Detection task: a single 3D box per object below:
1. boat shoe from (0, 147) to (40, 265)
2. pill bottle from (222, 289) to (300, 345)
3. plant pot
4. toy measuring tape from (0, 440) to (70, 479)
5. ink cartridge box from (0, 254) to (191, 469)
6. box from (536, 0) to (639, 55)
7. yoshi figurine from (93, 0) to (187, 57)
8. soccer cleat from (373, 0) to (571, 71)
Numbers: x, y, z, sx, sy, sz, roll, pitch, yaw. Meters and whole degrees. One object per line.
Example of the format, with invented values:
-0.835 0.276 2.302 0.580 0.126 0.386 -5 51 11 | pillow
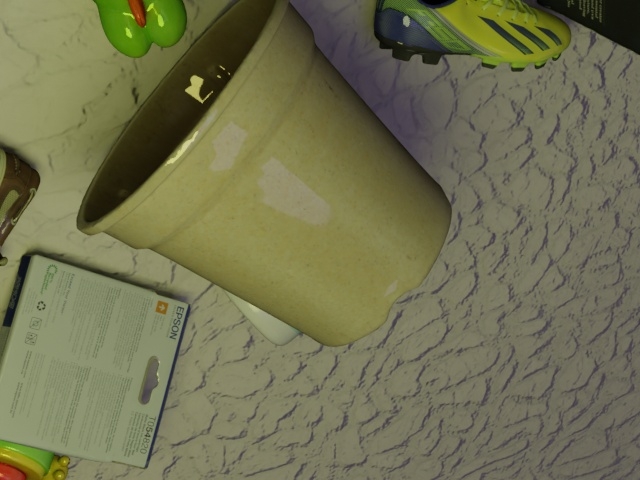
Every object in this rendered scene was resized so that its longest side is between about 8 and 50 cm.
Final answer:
-0.399 0.018 1.317 0.095 0.095 0.257 22 106 -41 | boat shoe
0.000 0.000 1.477 0.264 0.146 0.146 -41 128 1 | pill bottle
-0.039 -0.055 1.254 0.305 0.334 0.334 39 97 -19 | plant pot
-0.423 0.222 1.405 0.121 0.121 0.330 -46 128 4 | toy measuring tape
-0.288 0.152 1.422 0.224 0.045 0.223 21 77 -33 | ink cartridge box
0.468 -0.358 1.414 0.296 0.294 0.182 -18 125 -18 | box
-0.230 -0.366 1.159 0.203 0.204 0.362 -45 125 -51 | yoshi figurine
0.202 -0.282 1.450 0.289 0.093 0.121 -2 116 -26 | soccer cleat
